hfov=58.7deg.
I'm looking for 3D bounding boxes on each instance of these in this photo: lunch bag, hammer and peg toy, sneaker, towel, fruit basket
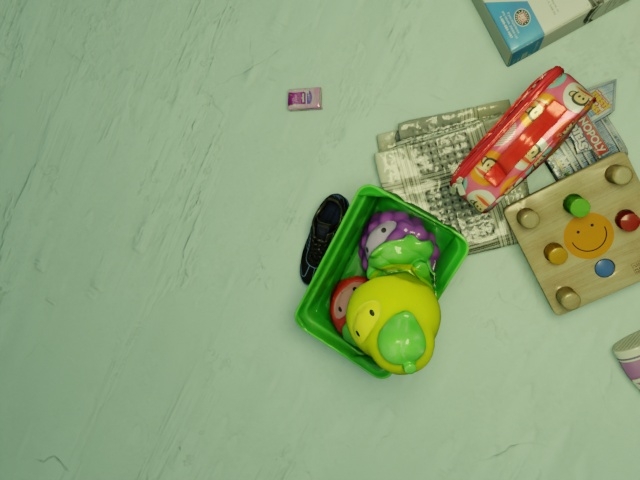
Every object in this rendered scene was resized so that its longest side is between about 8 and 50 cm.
[{"bbox_3d":[0.376,-0.180,1.075,0.120,0.258,0.293,44,110,8],"label":"lunch bag"},{"bbox_3d":[0.583,-0.028,1.122,0.361,0.127,0.266,-26,95,13],"label":"hammer and peg toy"},{"bbox_3d":[0.000,0.000,1.321,0.081,0.090,0.232,19,96,13],"label":"sneaker"},{"bbox_3d":[0.294,-0.126,1.258,0.312,0.056,0.324,-13,88,15],"label":"towel"},{"bbox_3d":[0.117,0.106,1.124,0.283,0.392,0.392,32,99,12],"label":"fruit basket"},{"bbox_3d":[0.755,0.221,1.131,0.282,0.102,0.161,-33,87,24],"label":"sneaker"}]

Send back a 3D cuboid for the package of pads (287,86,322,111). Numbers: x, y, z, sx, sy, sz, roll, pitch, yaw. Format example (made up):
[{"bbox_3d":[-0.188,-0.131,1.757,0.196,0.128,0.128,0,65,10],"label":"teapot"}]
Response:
[{"bbox_3d":[-0.036,-0.335,1.351,0.083,0.032,0.050,0,89,15],"label":"package of pads"}]

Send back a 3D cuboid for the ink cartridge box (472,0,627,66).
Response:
[{"bbox_3d":[0.477,-0.539,1.158,0.307,0.129,0.223,-27,84,14],"label":"ink cartridge box"}]

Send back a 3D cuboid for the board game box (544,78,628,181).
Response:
[{"bbox_3d":[0.546,-0.234,1.186,0.194,0.060,0.194,-32,84,14],"label":"board game box"}]
